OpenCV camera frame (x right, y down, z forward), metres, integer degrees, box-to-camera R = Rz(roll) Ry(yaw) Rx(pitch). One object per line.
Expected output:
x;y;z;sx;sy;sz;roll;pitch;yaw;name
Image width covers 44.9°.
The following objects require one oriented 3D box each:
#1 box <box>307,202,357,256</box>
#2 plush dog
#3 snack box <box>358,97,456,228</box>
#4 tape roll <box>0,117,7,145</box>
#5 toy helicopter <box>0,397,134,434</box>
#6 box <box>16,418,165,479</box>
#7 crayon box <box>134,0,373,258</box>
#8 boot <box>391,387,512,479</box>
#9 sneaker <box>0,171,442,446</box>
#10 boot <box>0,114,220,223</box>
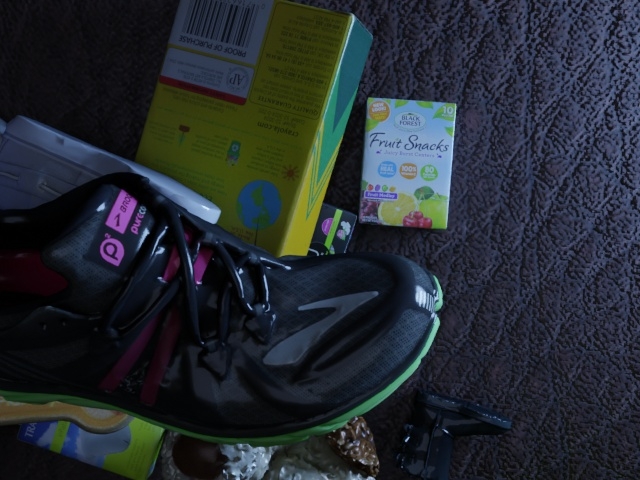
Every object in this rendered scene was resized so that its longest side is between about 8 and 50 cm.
0.000;0.000;0.876;0.062;0.052;0.083;19;95;0;box
-0.052;0.264;0.822;0.226;0.210;0.262;14;109;-2;plush dog
0.096;-0.086;0.875;0.100;0.037;0.141;4;93;1;snack box
-0.492;0.008;0.883;0.392;0.072;0.391;0;93;3;tape roll
-0.366;0.148;0.809;0.355;0.140;0.234;-1;85;-9;toy helicopter
-0.267;0.198;0.900;0.178;0.042;0.109;19;93;0;box
-0.090;-0.099;0.833;0.202;0.081;0.318;19;94;19;crayon box
0.148;0.232;0.888;0.121;0.045;0.099;15;91;8;boot
-0.136;0.053;0.661;0.483;0.202;0.185;1;50;2;sneaker
-0.229;-0.028;0.784;0.258;0.095;0.123;24;93;21;boot
